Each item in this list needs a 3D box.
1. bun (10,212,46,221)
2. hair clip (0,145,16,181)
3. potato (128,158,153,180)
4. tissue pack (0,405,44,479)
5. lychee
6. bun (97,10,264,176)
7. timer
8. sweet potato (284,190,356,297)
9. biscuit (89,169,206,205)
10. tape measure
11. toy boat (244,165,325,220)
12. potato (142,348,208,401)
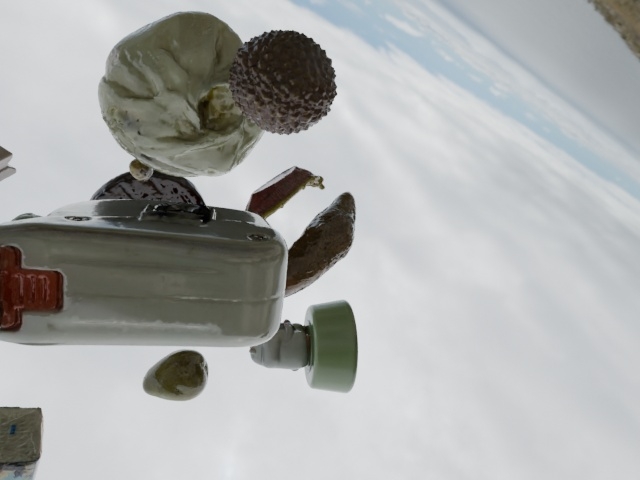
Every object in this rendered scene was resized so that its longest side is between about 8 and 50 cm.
[{"bbox_3d":[-0.753,0.040,1.299,0.108,0.221,0.221,16,-155,10],"label":"bun"},{"bbox_3d":[-1.057,-0.166,1.437,0.085,0.101,0.331,30,-136,9],"label":"hair clip"},{"bbox_3d":[-0.451,-0.177,1.231,0.040,0.051,0.083,26,169,10],"label":"potato"},{"bbox_3d":[-0.311,0.220,0.478,0.058,0.094,0.074,11,-156,-35],"label":"tissue pack"},{"bbox_3d":[-0.068,-0.286,0.889,0.200,0.200,0.238,24,-155,-25],"label":"lychee"},{"bbox_3d":[-0.274,-0.278,1.038,0.365,0.365,0.219,19,-153,-31],"label":"bun"},{"bbox_3d":[-0.065,0.328,1.527,0.315,0.291,0.291,2,-144,-10],"label":"timer"},{"bbox_3d":[0.002,0.002,0.948,0.114,0.092,0.341,16,-135,33],"label":"sweet potato"},{"bbox_3d":[-0.590,-0.066,1.690,0.407,0.407,0.091,17,-154,-34],"label":"biscuit"},{"bbox_3d":[-0.172,0.022,0.530,0.258,0.130,0.265,3,-167,-13],"label":"tape measure"},{"bbox_3d":[-0.100,-0.116,1.255,0.318,0.141,0.099,-38,-70,-40],"label":"toy boat"},{"bbox_3d":[-0.446,0.418,1.509,0.193,0.157,0.157,-11,-137,-8],"label":"potato"}]
